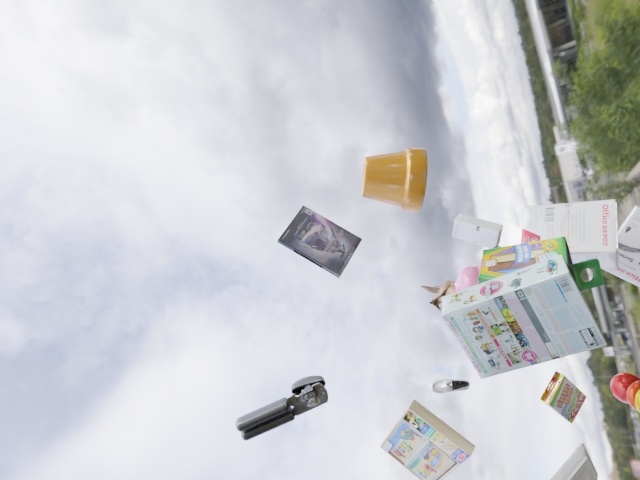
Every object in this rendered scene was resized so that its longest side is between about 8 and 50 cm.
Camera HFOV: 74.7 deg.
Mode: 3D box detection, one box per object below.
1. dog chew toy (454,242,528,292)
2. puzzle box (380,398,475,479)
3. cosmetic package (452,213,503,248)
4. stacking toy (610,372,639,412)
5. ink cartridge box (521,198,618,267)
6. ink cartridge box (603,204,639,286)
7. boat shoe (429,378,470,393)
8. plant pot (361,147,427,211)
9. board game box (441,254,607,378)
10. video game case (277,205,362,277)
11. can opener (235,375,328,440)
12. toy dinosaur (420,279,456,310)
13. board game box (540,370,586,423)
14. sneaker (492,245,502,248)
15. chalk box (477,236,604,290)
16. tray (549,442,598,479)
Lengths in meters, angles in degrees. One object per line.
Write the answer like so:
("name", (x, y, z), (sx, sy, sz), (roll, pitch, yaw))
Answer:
("dog chew toy", (0.630, 0.128, 1.438), (0.206, 0.331, 0.207), (-14, -90, -81))
("puzzle box", (0.417, 0.837, 1.704), (0.052, 0.272, 0.409), (-39, -26, -40))
("cosmetic package", (0.812, -0.048, 2.176), (0.085, 0.231, 0.118), (-40, -43, -42))
("stacking toy", (0.934, 0.457, 1.151), (0.330, 0.141, 0.141), (-61, -44, -90))
("ink cartridge box", (0.927, -0.018, 1.568), (0.131, 0.306, 0.226), (44, -125, -44))
("ink cartridge box", (1.257, 0.028, 1.638), (0.114, 0.198, 0.273), (-12, -52, -53))
("boat shoe", (0.601, 0.674, 1.946), (0.063, 0.184, 0.066), (79, -167, -62))
("plant pot", (0.231, -0.199, 1.357), (0.205, 0.187, 0.205), (4, -90, -87))
("board game box", (0.488, 0.195, 1.033), (0.224, 0.303, 0.097), (56, -152, -14))
("video game case", (0.000, 0.000, 1.628), (0.274, 0.026, 0.196), (30, -120, 7))
("can opener", (-0.111, 0.490, 1.246), (0.095, 0.283, 0.076), (-116, 3, -70))
("toy dinosaur", (0.578, 0.218, 1.789), (0.127, 0.295, 0.200), (33, -95, -31))
("board game box", (0.924, 0.597, 1.592), (0.259, 0.039, 0.124), (37, -97, -29))
("sneaker", (0.836, 0.077, 1.890), (0.135, 0.052, 0.058), (54, 170, 54))
("chalk box", (0.614, 0.117, 1.167), (0.180, 0.288, 0.179), (63, -143, -20))
("tray", (0.761, 0.768, 1.285), (0.270, 0.030, 0.145), (-35, -76, -19))
